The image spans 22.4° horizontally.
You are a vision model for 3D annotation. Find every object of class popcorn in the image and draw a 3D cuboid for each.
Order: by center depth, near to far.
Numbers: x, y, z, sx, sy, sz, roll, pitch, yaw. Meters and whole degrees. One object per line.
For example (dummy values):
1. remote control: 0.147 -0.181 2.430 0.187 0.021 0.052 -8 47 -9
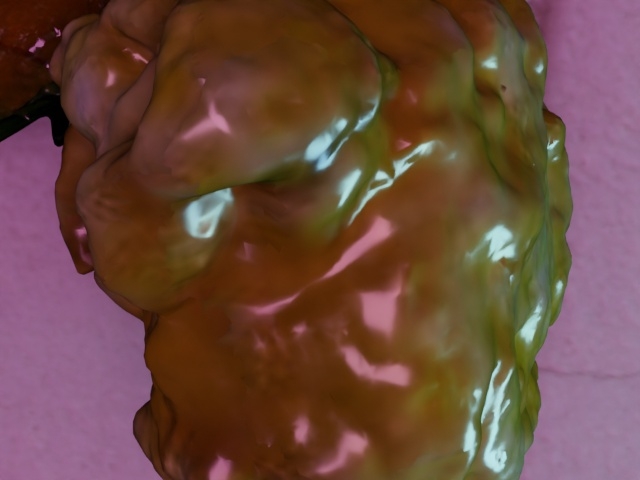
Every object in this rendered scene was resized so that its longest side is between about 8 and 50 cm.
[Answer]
1. popcorn: 0.011 -0.007 0.819 0.293 0.292 0.334 -35 112 -7

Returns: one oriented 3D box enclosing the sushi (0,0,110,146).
1. sushi: -0.180 -0.112 0.875 0.149 0.140 0.287 43 98 28
